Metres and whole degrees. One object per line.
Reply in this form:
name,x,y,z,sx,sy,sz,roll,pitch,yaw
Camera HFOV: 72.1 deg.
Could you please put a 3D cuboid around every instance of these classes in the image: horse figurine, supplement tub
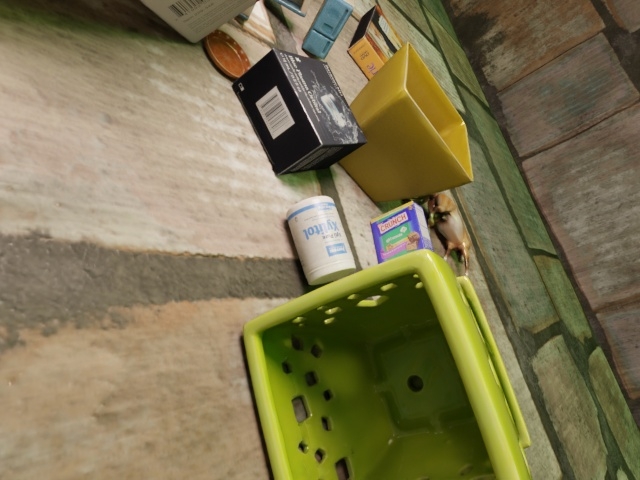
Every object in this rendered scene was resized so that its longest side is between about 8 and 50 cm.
horse figurine,0.289,-0.027,1.019,0.263,0.066,0.174,52,40,-20
supplement tub,0.000,0.000,0.600,0.071,0.071,0.107,1,66,-54

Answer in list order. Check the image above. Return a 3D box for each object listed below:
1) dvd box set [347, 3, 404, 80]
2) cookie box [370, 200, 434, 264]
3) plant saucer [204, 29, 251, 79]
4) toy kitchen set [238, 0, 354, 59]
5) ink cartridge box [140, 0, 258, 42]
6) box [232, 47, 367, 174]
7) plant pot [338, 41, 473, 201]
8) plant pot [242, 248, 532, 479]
dvd box set,0.247,-0.441,1.260,0.420,0.062,0.307,45,37,-24
cookie box,0.143,-0.002,0.779,0.040,0.092,0.107,28,45,-46
plant saucer,-0.139,-0.277,0.661,0.084,0.013,0.083,32,44,-37
toy kitchen set,-0.059,-0.407,0.804,0.207,0.122,0.166,22,47,-18
ink cartridge box,-0.130,-0.361,0.450,0.131,0.226,0.306,62,8,-1
box,-0.026,-0.196,0.686,0.158,0.093,0.155,-24,86,-58
plant pot,0.143,-0.196,0.828,0.212,0.187,0.212,44,37,-26
plant pot,0.083,0.158,0.471,0.207,0.228,0.227,12,57,-59
